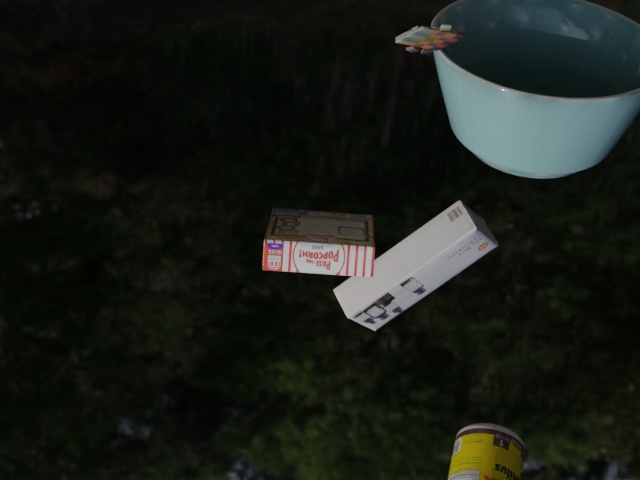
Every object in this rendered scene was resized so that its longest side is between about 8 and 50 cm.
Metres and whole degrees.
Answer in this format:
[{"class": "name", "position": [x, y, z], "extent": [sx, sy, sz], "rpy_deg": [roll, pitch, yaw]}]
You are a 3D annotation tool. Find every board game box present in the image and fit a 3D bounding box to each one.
[{"class": "board game box", "position": [0.000, 0.000, 1.747], "extent": [0.146, 0.045, 0.193], "rpy_deg": [4, -166, 1]}]

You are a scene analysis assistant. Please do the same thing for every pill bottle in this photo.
[{"class": "pill bottle", "position": [0.261, 0.413, 2.074], "extent": [0.117, 0.215, 0.117], "rpy_deg": [10, 144, 8]}]

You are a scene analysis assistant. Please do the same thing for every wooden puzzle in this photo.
[{"class": "wooden puzzle", "position": [0.106, -0.197, 1.244], "extent": [0.049, 0.006, 0.083], "rpy_deg": [6, 169, -28]}]

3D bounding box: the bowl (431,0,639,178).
[{"class": "bowl", "position": [0.291, -0.197, 1.722], "extent": [0.311, 0.163, 0.312], "rpy_deg": [4, -144, -3]}]

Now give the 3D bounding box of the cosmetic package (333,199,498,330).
[{"class": "cosmetic package", "position": [0.145, 0.042, 1.936], "extent": [0.239, 0.060, 0.099], "rpy_deg": [-36, 152, 15]}]
